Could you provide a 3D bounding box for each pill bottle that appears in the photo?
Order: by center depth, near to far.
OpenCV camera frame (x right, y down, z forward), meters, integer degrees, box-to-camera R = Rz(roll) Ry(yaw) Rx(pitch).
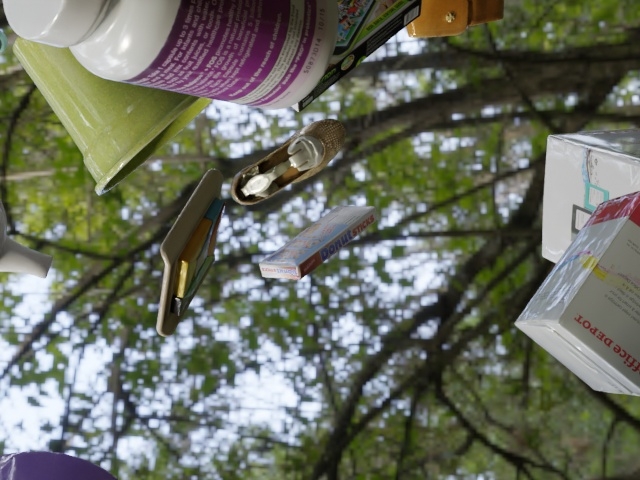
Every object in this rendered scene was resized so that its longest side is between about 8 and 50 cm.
[{"bbox_3d":[-0.140,-0.227,1.102,0.302,0.169,0.169,5,-96,-45],"label":"pill bottle"}]

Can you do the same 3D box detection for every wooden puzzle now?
[{"bbox_3d":[-0.221,0.026,2.002,0.238,0.044,0.221,100,-167,-49],"label":"wooden puzzle"}]

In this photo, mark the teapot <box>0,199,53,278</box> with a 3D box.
[{"bbox_3d":[-0.474,-0.011,1.383,0.256,0.187,0.252,-47,-37,-44],"label":"teapot"}]

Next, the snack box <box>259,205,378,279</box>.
[{"bbox_3d":[0.000,0.000,1.483,0.178,0.064,0.022,-37,-59,-44],"label":"snack box"}]

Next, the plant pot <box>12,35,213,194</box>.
[{"bbox_3d":[-0.320,-0.254,1.753,0.254,0.276,0.276,49,-146,-5],"label":"plant pot"}]

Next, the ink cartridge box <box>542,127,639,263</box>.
[{"bbox_3d":[0.473,-0.043,1.644,0.270,0.198,0.197,-144,51,-65],"label":"ink cartridge box"}]

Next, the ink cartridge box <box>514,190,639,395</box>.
[{"bbox_3d":[0.319,0.059,1.214,0.176,0.128,0.127,-52,6,-12],"label":"ink cartridge box"}]

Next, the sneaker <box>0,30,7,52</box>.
[{"bbox_3d":[-0.348,-0.215,1.152,0.069,0.098,0.038,-53,-21,-64],"label":"sneaker"}]

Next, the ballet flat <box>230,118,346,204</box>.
[{"bbox_3d":[-0.050,-0.112,1.745,0.073,0.206,0.067,53,-165,-9],"label":"ballet flat"}]

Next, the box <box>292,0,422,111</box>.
[{"bbox_3d":[0.008,-0.248,1.334,0.207,0.114,0.036,-42,-23,-22],"label":"box"}]

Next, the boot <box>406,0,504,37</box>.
[{"bbox_3d":[0.109,-0.355,1.408,0.295,0.104,0.211,-5,-73,-22],"label":"boot"}]

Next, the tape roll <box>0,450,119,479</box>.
[{"bbox_3d":[-0.251,0.282,1.002,0.080,0.189,0.189,-102,-3,-61],"label":"tape roll"}]
